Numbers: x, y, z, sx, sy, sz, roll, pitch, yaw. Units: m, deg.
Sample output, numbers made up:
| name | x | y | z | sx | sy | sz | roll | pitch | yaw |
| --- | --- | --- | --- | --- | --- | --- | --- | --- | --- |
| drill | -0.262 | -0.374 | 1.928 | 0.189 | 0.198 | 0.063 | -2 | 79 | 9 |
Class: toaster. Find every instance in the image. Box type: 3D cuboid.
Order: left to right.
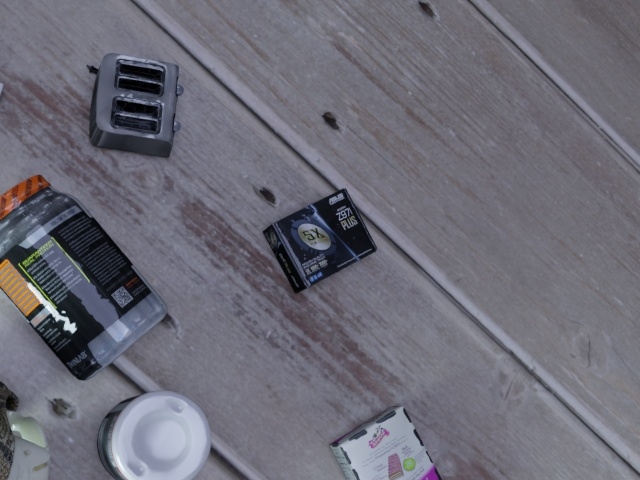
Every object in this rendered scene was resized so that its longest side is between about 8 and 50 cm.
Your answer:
| name | x | y | z | sx | sy | sz | roll | pitch | yaw |
| --- | --- | --- | --- | --- | --- | --- | --- | --- | --- |
| toaster | -0.363 | -0.263 | 1.837 | 0.185 | 0.110 | 0.168 | 8 | 75 | -18 |

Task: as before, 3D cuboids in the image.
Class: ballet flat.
| name | x | y | z | sx | sy | sz | roll | pitch | yaw |
| --- | --- | --- | --- | --- | --- | --- | --- | --- | --- |
| ballet flat | -0.509 | 0.323 | 1.479 | 0.182 | 0.483 | 0.164 | 21 | 94 | -22 |

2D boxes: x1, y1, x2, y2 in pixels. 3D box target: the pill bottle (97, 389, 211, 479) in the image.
| name | x | y | z | sx | sy | sz | roll | pitch | yaw |
| --- | --- | --- | --- | --- | --- | --- | --- | --- | --- |
| pill bottle | -0.296 | 0.345 | 1.638 | 0.161 | 0.283 | 0.161 | 4 | 77 | -19 |

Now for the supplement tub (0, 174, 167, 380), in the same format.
| name | x | y | z | sx | sy | sz | roll | pitch | yaw |
| --- | --- | --- | --- | --- | --- | --- | --- | --- | --- |
| supplement tub | -0.450 | 0.063 | 1.685 | 0.207 | 0.207 | 0.338 | -40 | 94 | -22 |

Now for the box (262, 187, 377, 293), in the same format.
| name | x | y | z | sx | sy | sz | roll | pitch | yaw |
| --- | --- | --- | --- | --- | --- | --- | --- | --- | --- |
| box | 0.000 | 0.000 | 1.928 | 0.180 | 0.077 | 0.147 | -26 | 88 | -22 |

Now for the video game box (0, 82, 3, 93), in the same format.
| name | x | y | z | sx | sy | sz | roll | pitch | yaw |
| --- | --- | --- | --- | --- | --- | --- | --- | --- | --- |
| video game box | -0.707 | -0.224 | 1.741 | 0.187 | 0.048 | 0.205 | 20 | 72 | -17 |

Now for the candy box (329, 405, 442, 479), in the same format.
| name | x | y | z | sx | sy | sz | roll | pitch | yaw |
| --- | --- | --- | --- | --- | --- | --- | --- | --- | --- |
| candy box | 0.144 | 0.468 | 1.884 | 0.159 | 0.071 | 0.233 | -27 | 89 | -22 |
